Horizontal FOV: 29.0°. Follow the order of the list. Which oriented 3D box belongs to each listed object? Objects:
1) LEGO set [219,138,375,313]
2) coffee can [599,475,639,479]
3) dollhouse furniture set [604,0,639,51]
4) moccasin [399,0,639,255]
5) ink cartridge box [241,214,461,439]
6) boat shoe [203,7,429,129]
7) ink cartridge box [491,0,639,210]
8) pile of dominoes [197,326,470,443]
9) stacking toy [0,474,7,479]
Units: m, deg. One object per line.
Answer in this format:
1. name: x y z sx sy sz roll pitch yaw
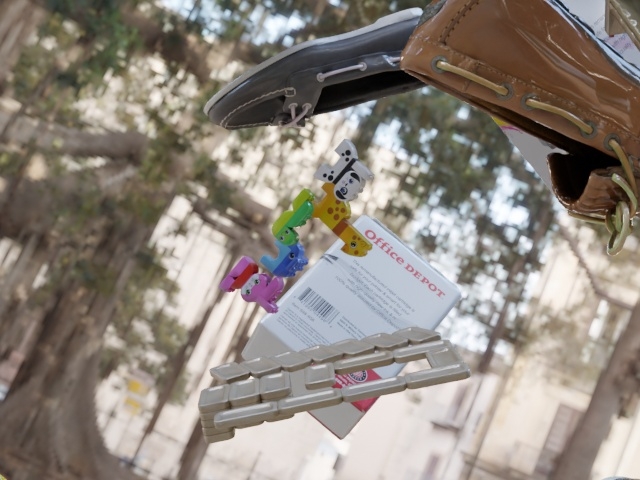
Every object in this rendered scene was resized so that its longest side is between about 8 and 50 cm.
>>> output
1. LEGO set: 0.000 0.000 1.441 0.093 0.227 0.087 44 13 15
2. coffee can: 0.417 0.355 1.302 0.201 0.201 0.275 32 -24 -28
3. dollhouse furniture set: 0.391 -0.241 1.214 0.184 0.129 0.129 -15 -44 -3
4. moccasin: 0.234 -0.072 1.014 0.380 0.147 0.139 34 -2 -19
5. ink cartridge box: 0.049 0.122 1.819 0.197 0.273 0.114 40 -35 7
6. boat shoe: 0.018 -0.197 1.546 0.095 0.335 0.112 60 -25 10
7. ink cartridge box: 0.329 -0.208 1.486 0.270 0.198 0.197 51 -26 -4
8. pile of dominoes: 0.010 0.141 1.191 0.251 0.040 0.196 -11 10 0
9. stacking toy: -0.289 0.209 0.961 0.141 0.141 0.330 17 -25 28
